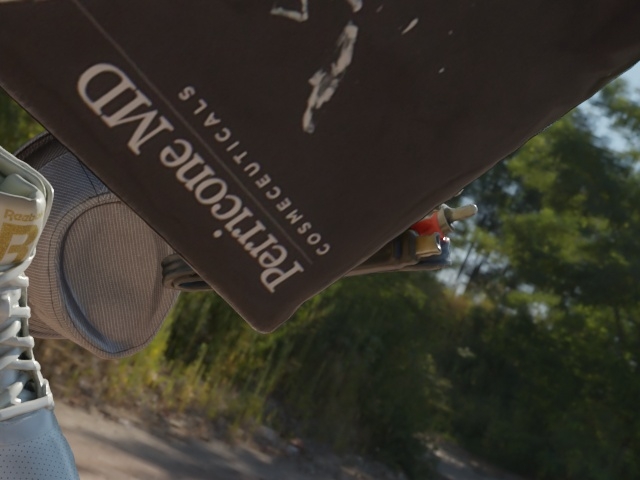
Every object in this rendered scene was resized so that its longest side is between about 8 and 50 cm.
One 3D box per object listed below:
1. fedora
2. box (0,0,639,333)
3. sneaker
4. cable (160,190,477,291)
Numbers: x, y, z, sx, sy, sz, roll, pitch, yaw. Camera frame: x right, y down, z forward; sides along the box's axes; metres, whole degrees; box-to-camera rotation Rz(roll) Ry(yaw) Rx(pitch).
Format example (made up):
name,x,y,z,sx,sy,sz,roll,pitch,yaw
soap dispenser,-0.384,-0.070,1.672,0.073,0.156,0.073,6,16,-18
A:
name,x,y,z,sx,sy,sz,roll,pitch,yaw
fedora,-0.215,0.021,0.988,0.244,0.275,0.124,-10,36,-26
box,-0.004,-0.296,0.446,0.480,0.472,0.297,48,9,-41
sneaker,-0.216,0.050,0.626,0.292,0.169,0.108,51,29,14
cable,0.000,0.000,0.886,0.287,0.072,0.139,-7,-11,27
